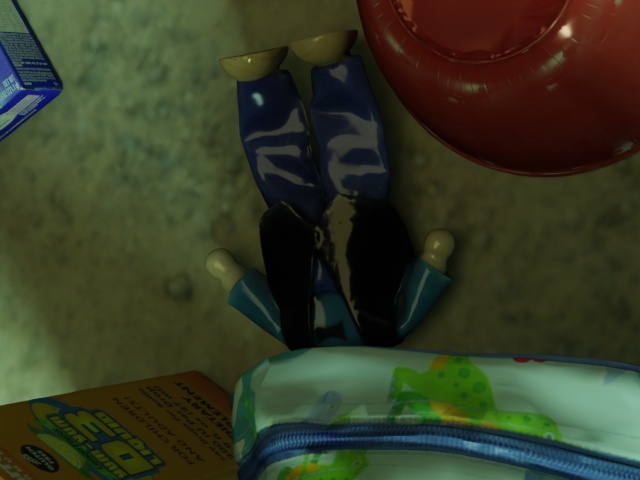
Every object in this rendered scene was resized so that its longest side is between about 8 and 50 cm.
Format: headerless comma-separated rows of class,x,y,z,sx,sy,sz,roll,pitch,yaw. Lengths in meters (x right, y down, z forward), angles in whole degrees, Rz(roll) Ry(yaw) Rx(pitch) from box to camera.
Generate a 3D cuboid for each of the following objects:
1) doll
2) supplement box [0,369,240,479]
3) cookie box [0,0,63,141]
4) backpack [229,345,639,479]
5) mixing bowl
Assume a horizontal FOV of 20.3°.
doll,0.000,0.000,0.854,0.129,0.046,0.189,-10,94,23
supplement box,-0.100,0.117,0.801,0.078,0.233,0.080,36,106,18
cookie box,-0.201,-0.098,0.941,0.092,0.040,0.107,-35,78,22
backpack,0.077,0.164,0.659,0.290,0.355,0.273,8,95,24
mixing bowl,0.084,-0.118,0.782,0.181,0.098,0.181,1,93,25
